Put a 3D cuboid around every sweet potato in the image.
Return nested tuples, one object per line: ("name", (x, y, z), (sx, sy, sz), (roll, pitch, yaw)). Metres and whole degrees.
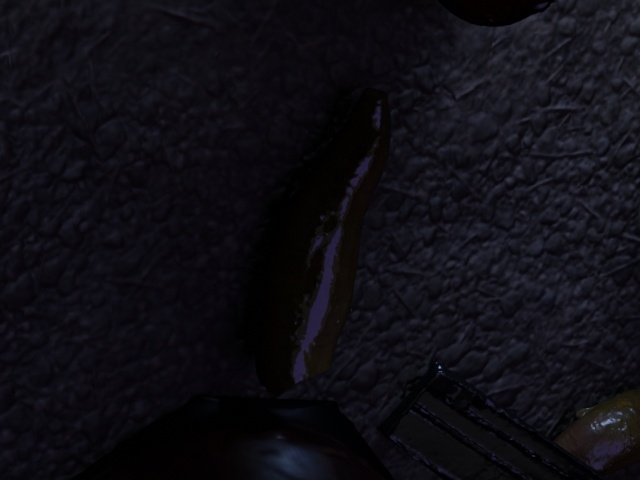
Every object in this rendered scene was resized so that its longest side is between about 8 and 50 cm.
("sweet potato", (0.240, 0.189, 1.473), (0.226, 0.068, 0.068), (-28, 119, -20))
("sweet potato", (0.000, 0.000, 1.252), (0.077, 0.077, 0.244), (15, 89, -35))

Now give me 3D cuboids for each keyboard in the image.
("keyboard", (0.164, 0.198, 1.420), (0.250, 0.017, 0.087), (34, 101, -25))

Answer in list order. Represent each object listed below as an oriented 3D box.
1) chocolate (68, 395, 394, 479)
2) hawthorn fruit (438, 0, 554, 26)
("chocolate", (-0.017, 0.332, 1.197), (0.383, 0.331, 0.384), (-10, 109, -31))
("hawthorn fruit", (0.114, -0.270, 1.181), (0.181, 0.181, 0.235), (-41, 98, -15))
